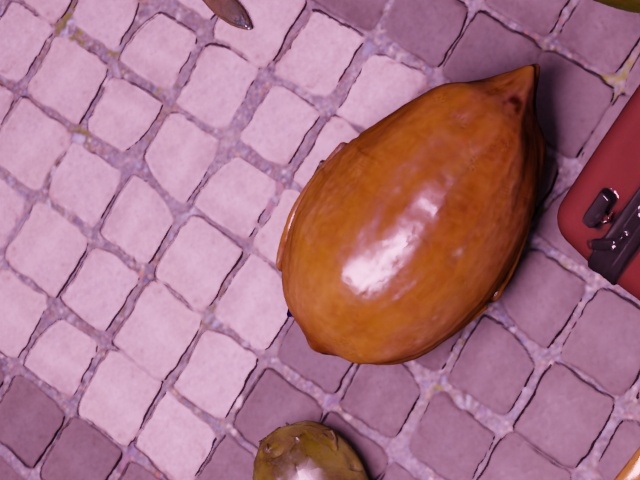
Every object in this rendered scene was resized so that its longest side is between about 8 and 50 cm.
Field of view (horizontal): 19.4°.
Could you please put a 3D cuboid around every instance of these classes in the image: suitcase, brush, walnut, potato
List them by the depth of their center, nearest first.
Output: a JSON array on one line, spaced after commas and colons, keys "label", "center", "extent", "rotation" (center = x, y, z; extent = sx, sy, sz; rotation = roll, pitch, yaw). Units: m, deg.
[{"label": "suitcase", "center": [0.355, -0.091, 1.590], "extent": [0.161, 0.236, 0.297], "rotation": [40, 123, 16]}, {"label": "walnut", "center": [0.101, -0.029, 1.748], "extent": [0.209, 0.209, 0.336], "rotation": [44, 103, 22]}, {"label": "potato", "center": [0.005, 0.282, 1.814], "extent": [0.117, 0.090, 0.225], "rotation": [-24, 82, 14]}, {"label": "brush", "center": [-0.140, -0.279, 1.980], "extent": [0.196, 0.021, 0.070], "rotation": [41, 103, 22]}]

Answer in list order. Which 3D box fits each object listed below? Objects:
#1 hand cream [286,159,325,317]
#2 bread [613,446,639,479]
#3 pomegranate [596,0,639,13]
[{"label": "hand cream", "center": [0.000, 0.000, 1.878], "extent": [0.062, 0.039, 0.163], "rotation": [11, 86, 41]}, {"label": "bread", "center": [0.346, 0.240, 1.604], "extent": [0.156, 0.204, 0.288], "rotation": [43, 97, 27]}, {"label": "pomegranate", "center": [0.298, -0.385, 1.681], "extent": [0.310, 0.216, 0.358], "rotation": [-23, 73, 29]}]
